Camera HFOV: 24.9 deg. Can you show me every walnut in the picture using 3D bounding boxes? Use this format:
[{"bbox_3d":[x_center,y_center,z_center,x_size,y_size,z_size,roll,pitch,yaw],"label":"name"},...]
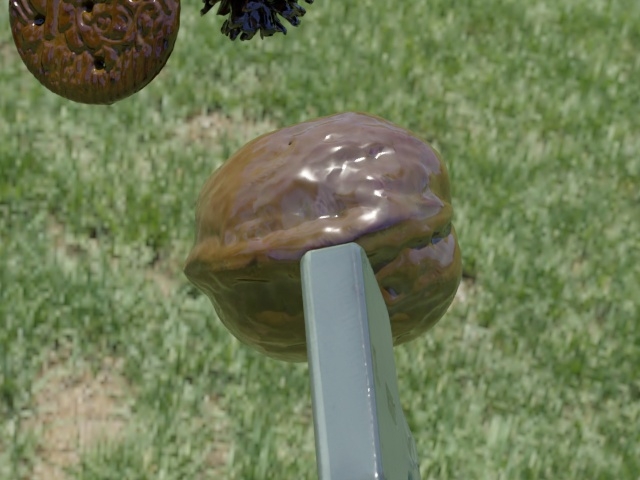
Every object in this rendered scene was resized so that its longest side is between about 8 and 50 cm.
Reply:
[{"bbox_3d":[-0.001,-0.001,1.786,0.344,0.306,0.306,-10,36,-11],"label":"walnut"}]

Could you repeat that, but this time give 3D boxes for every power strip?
[{"bbox_3d":[0.037,0.153,1.190,0.059,0.194,0.265,-14,47,9],"label":"power strip"}]

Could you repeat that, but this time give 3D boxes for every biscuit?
[{"bbox_3d":[-0.220,-0.222,1.391,0.188,0.188,0.027,20,13,18],"label":"biscuit"}]

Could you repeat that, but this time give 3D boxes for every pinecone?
[{"bbox_3d":[-0.065,-0.257,1.421,0.140,0.121,0.140,-13,5,1],"label":"pinecone"}]
